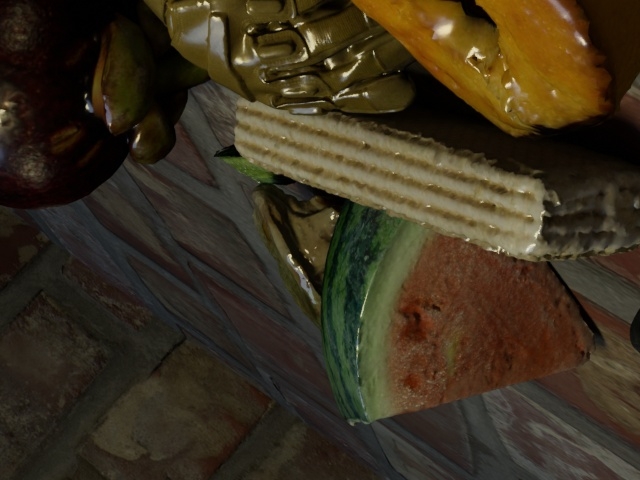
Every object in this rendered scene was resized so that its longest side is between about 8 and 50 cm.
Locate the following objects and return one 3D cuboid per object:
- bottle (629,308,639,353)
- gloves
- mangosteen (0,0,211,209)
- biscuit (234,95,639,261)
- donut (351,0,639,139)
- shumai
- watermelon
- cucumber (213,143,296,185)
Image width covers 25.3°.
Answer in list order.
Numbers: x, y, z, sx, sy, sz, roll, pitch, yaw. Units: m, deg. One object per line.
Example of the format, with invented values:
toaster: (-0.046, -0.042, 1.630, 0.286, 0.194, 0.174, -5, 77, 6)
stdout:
bottle: (0.372, 0.144, 1.275, 0.244, 0.072, 0.082, 45, 177, -19)
gloves: (-0.063, -0.200, 1.198, 0.331, 0.141, 0.154, 36, 164, 14)
mangosteen: (-0.280, -0.184, 1.561, 0.347, 0.307, 0.307, 7, 157, 11)
biscuit: (0.093, -0.067, 1.225, 0.144, 0.078, 0.426, -5, -163, -35)
donut: (0.104, -0.165, 0.929, 0.253, 0.118, 0.253, 35, 163, 12)
shumai: (0.000, 0.000, 1.683, 0.201, 0.120, 0.201, 61, 175, 9)
watermelon: (0.122, 0.055, 1.430, 0.292, 0.283, 0.250, 7, 170, 18)
cucumber: (-0.060, -0.098, 1.709, 0.070, 0.046, 0.220, 42, 168, -17)
